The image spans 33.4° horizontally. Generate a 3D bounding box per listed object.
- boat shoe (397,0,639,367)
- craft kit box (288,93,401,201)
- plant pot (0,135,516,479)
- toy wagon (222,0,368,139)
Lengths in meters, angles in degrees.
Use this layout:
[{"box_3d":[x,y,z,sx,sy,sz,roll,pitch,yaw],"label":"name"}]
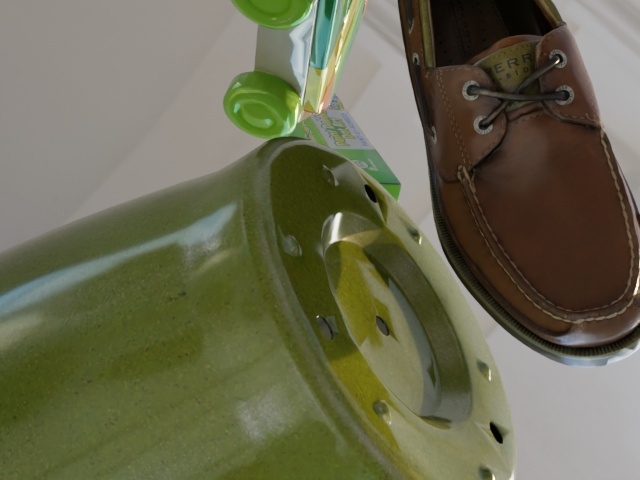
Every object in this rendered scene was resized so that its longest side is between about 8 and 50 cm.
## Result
[{"box_3d":[0.104,-0.075,0.621,0.110,0.104,0.307,-19,-123,-1],"label":"boat shoe"},{"box_3d":[0.000,0.000,1.096,0.061,0.247,0.250,0,-152,-16],"label":"craft kit box"},{"box_3d":[-0.089,0.127,0.640,0.366,0.353,0.366,43,-152,-30],"label":"plant pot"},{"box_3d":[0.001,-0.201,0.808,0.068,0.344,0.267,17,-122,4],"label":"toy wagon"}]
